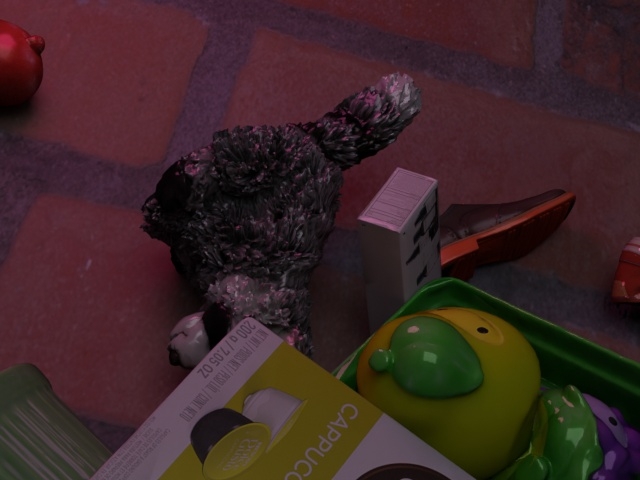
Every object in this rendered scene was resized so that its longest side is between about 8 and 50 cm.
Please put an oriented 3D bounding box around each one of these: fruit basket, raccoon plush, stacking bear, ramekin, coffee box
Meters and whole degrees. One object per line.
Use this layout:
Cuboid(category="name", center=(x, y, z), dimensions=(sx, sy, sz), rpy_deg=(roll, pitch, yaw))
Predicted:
Cuboid(category="fruit basket", center=(0.172, 0.164, 1.238), dimensions=(0.392, 0.392, 0.283), rpy_deg=(41, 62, 16))
Cuboid(category="raccoon plush", center=(0.000, 0.000, 1.416), dimensions=(0.446, 0.216, 0.299), rpy_deg=(-34, 71, -5))
Cuboid(category="stacking bear", center=(-0.501, -0.214, 1.545), dimensions=(0.289, 0.175, 0.164), rpy_deg=(-16, 58, -31))
Cuboid(category="ramekin", center=(-0.324, 0.280, 1.146), dimensions=(0.148, 0.303, 0.303), rpy_deg=(39, 56, 6))
Cuboid(category="coffee box", center=(-0.059, 0.349, 1.123), dimensions=(0.334, 0.338, 0.337), rpy_deg=(35, 56, 12))

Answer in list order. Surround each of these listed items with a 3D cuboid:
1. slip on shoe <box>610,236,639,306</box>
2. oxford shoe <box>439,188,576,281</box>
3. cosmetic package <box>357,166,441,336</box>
Cuboid(category="slip on shoe", center=(0.531, 0.117, 1.578), dimensions=(0.331, 0.123, 0.101), rpy_deg=(30, 86, 3))
Cuboid(category="oxford shoe", center=(0.225, -0.025, 1.608), dimensions=(0.271, 0.097, 0.098), rpy_deg=(-21, 56, -25))
Cuboid(category="cosmetic package", center=(0.101, 0.037, 1.441), dimensions=(0.060, 0.239, 0.099), rpy_deg=(21, 52, 26))
